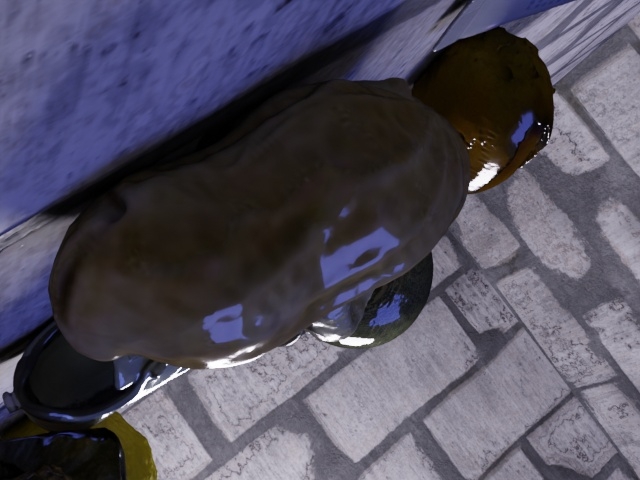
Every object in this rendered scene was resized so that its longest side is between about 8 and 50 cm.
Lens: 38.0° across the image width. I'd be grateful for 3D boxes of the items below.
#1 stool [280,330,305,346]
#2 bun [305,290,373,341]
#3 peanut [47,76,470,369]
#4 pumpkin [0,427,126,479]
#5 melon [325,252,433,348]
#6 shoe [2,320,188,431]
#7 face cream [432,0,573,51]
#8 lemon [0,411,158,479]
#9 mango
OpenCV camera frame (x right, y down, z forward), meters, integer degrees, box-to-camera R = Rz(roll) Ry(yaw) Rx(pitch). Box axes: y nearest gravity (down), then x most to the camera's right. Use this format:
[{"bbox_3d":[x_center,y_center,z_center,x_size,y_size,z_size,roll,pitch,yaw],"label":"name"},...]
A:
[{"bbox_3d":[-0.053,0.116,1.852,0.227,0.153,0.139,-16,-171,34],"label":"stool"},{"bbox_3d":[0.000,0.000,1.024,0.231,0.133,0.231,13,90,-74],"label":"bun"},{"bbox_3d":[-0.029,-0.009,0.659,0.340,0.158,0.174,-35,180,-24],"label":"peanut"},{"bbox_3d":[-0.284,0.286,0.791,0.242,0.232,0.324,-34,160,36],"label":"pumpkin"},{"bbox_3d":[0.056,0.045,1.475,0.248,0.249,0.329,-37,179,4],"label":"melon"},{"bbox_3d":[-0.158,0.078,0.852,0.316,0.124,0.159,-34,174,2],"label":"shoe"},{"bbox_3d":[0.309,-0.286,0.844,0.420,0.137,0.235,-25,172,-29],"label":"face cream"},{"bbox_3d":[-0.379,0.377,1.406,0.268,0.268,0.322,-36,180,-16],"label":"lemon"},{"bbox_3d":[0.165,-0.139,1.001,0.155,0.151,0.249,4,162,-3],"label":"mango"}]
